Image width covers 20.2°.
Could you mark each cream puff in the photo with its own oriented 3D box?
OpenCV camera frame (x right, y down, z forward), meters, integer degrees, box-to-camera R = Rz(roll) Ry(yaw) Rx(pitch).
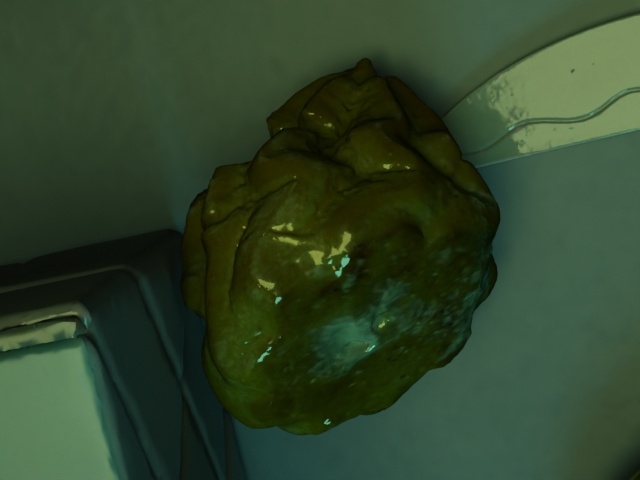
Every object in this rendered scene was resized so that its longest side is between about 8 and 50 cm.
[{"bbox_3d":[0.000,0.000,0.755,0.146,0.146,0.116,-45,52,16],"label":"cream puff"}]

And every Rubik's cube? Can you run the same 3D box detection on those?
[{"bbox_3d":[-0.148,0.133,0.733,0.225,0.221,0.231,-14,96,6],"label":"Rubik's cube"}]

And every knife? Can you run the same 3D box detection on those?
[{"bbox_3d":[0.156,-0.070,0.755,0.244,0.032,0.058,-7,103,16],"label":"knife"}]

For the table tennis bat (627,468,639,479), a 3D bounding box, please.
[{"bbox_3d":[0.207,0.119,0.766,0.224,0.054,0.368,-8,107,15],"label":"table tennis bat"}]
